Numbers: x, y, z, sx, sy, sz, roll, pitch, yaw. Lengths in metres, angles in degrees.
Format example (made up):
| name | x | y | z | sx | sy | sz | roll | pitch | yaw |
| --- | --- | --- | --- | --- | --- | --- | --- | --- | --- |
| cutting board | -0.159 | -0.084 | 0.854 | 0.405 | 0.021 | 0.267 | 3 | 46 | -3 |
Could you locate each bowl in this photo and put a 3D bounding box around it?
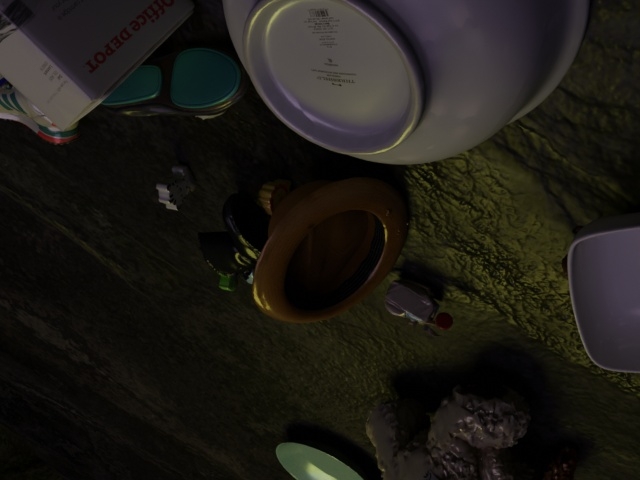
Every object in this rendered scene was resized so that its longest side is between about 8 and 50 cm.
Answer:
| name | x | y | z | sx | sy | sz | roll | pitch | yaw |
| --- | --- | --- | --- | --- | --- | --- | --- | --- | --- |
| bowl | 0.036 | -0.158 | 0.587 | 0.298 | 0.134 | 0.297 | 21 | 144 | 16 |
| bowl | 0.268 | 0.034 | 0.602 | 0.142 | 0.053 | 0.142 | -7 | 120 | 24 |

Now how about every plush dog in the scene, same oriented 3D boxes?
| name | x | y | z | sx | sy | sz | roll | pitch | yaw |
| --- | --- | --- | --- | --- | --- | --- | --- | --- | --- |
| plush dog | 0.200 | 0.314 | 1.011 | 0.225 | 0.210 | 0.262 | 22 | 152 | -26 |

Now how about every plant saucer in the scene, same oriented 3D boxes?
| name | x | y | z | sx | sy | sz | roll | pitch | yaw |
| --- | --- | --- | --- | --- | --- | --- | --- | --- | --- |
| plant saucer | 0.015 | 0.399 | 1.372 | 0.195 | 0.037 | 0.195 | 21 | 145 | 16 |

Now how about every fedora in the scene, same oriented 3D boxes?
| name | x | y | z | sx | sy | sz | roll | pitch | yaw |
| --- | --- | --- | --- | --- | --- | --- | --- | --- | --- |
| fedora | 0.000 | 0.000 | 0.823 | 0.079 | 0.194 | 0.194 | 54 | 163 | 40 |

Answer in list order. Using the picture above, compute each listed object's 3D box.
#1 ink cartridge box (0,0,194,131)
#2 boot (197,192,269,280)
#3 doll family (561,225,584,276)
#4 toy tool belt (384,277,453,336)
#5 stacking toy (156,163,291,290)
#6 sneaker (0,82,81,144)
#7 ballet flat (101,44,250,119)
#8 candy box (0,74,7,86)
| name | x | y | z | sx | sy | sz | roll | pitch | yaw |
| --- | --- | --- | --- | --- | --- | --- | --- | --- | --- |
| ink cartridge box | -0.248 | -0.232 | 0.701 | 0.219 | 0.160 | 0.093 | 46 | 145 | -17 |
| boot | -0.098 | -0.002 | 0.877 | 0.099 | 0.045 | 0.121 | -2 | 139 | 38 |
| doll family | 0.284 | 0.043 | 0.681 | 0.111 | 0.076 | 0.193 | -34 | 104 | 33 |
| toy tool belt | 0.114 | 0.077 | 0.896 | 0.083 | 0.052 | 0.051 | 29 | 177 | 13 |
| stacking toy | -0.089 | 0.005 | 0.959 | 0.167 | 0.052 | 0.221 | 11 | 140 | 30 |
| sneaker | -0.362 | -0.181 | 0.962 | 0.161 | 0.057 | 0.075 | 26 | 128 | 13 |
| ballet flat | -0.138 | -0.156 | 0.795 | 0.203 | 0.074 | 0.074 | 3 | 136 | 33 |
| candy box | -0.492 | -0.281 | 0.817 | 0.317 | 0.122 | 0.268 | 25 | 149 | 41 |
